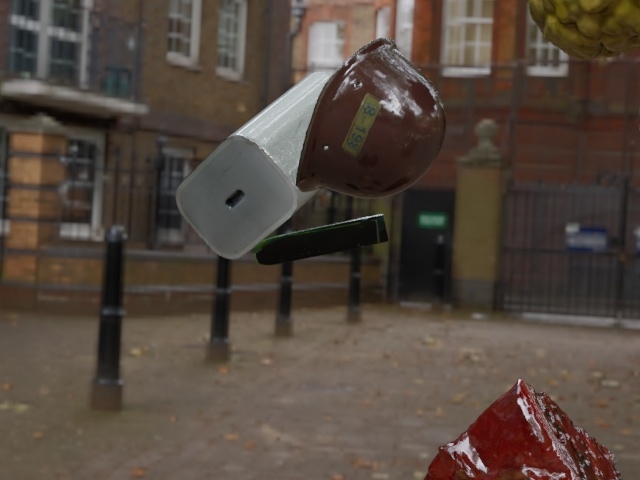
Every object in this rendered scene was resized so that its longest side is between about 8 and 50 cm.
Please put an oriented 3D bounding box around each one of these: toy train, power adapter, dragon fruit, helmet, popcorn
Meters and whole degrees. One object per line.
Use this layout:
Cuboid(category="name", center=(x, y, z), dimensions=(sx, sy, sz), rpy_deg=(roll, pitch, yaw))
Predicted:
Cuboid(category="toy train", center=(0.000, 0.000, 1.929), dimensions=(0.209, 0.044, 0.042), rpy_deg=(-11, 4, 2))
Cuboid(category="power adapter", center=(-0.042, -0.110, 1.554), dimensions=(0.187, 0.124, 0.255), rpy_deg=(-37, 6, 45))
Cuboid(category="dragon fruit", center=(0.261, 0.362, 1.534), dimensions=(0.240, 0.302, 0.330), rpy_deg=(-9, -26, -46))
Cuboid(category="helmet", center=(0.059, -0.097, 1.200), dimensions=(0.106, 0.175, 0.155), rpy_deg=(37, 7, 20))
Cuboid(category="popcorn", center=(0.280, -0.282, 1.180), dimensions=(0.200, 0.203, 0.226), rpy_deg=(-18, 3, 24))

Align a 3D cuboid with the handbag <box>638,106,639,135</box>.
Cuboid(category="handbag", center=(0.647, -0.229, 1.943), dimensions=(0.093, 0.308, 0.254), rpy_deg=(51, -8, -34))
